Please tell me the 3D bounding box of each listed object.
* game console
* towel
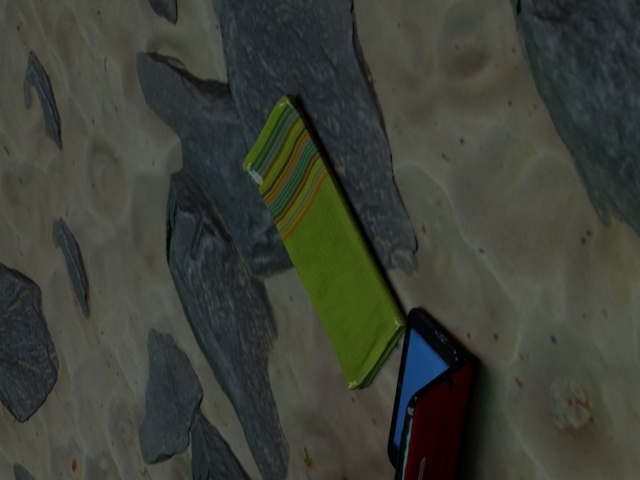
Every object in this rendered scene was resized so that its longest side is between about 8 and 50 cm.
[{"bbox_3d":[0.062,0.143,1.401,0.085,0.124,0.144,22,120,28],"label":"game console"},{"bbox_3d":[0.000,0.000,1.533,0.237,0.021,0.102,64,148,28],"label":"towel"}]
